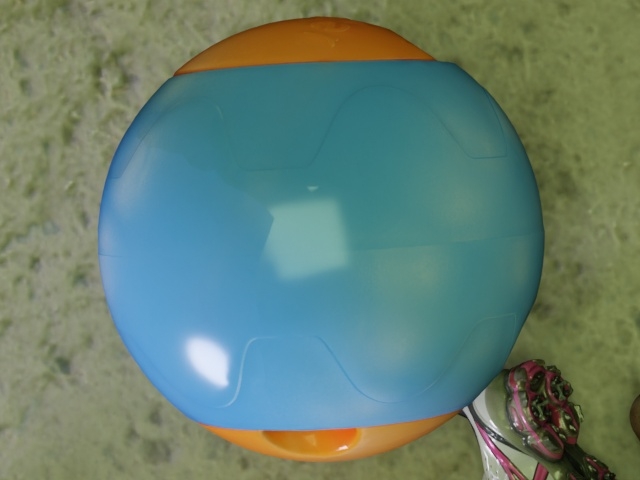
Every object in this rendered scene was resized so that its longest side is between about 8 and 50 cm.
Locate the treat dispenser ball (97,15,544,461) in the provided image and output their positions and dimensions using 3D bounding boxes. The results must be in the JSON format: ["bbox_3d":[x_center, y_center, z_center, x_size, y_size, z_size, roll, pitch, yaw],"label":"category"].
[{"bbox_3d":[0.000,0.000,0.993,0.288,0.288,0.288,-1,86,8],"label":"treat dispenser ball"}]

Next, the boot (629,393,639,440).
[{"bbox_3d":[0.276,0.241,1.036,0.115,0.112,0.305,-31,85,16],"label":"boot"}]

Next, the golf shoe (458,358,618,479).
[{"bbox_3d":[0.161,0.176,1.080,0.086,0.067,0.186,-24,91,42],"label":"golf shoe"}]
